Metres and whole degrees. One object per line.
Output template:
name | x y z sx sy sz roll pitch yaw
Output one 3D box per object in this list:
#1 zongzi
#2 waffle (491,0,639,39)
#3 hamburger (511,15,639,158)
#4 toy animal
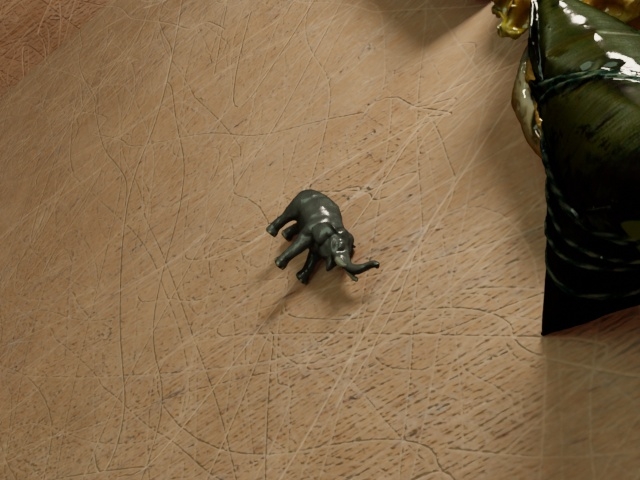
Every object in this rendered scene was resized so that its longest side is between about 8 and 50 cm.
zongzi | 0.326 -0.029 0.866 0.362 0.383 0.319 -41 34 29
waffle | 0.350 -0.413 1.028 0.302 0.068 0.325 -14 72 40
hamburger | 0.409 -0.201 1.035 0.318 0.158 0.319 -23 45 26
toy animal | -0.006 0.008 1.302 0.137 0.082 0.269 -43 40 8
